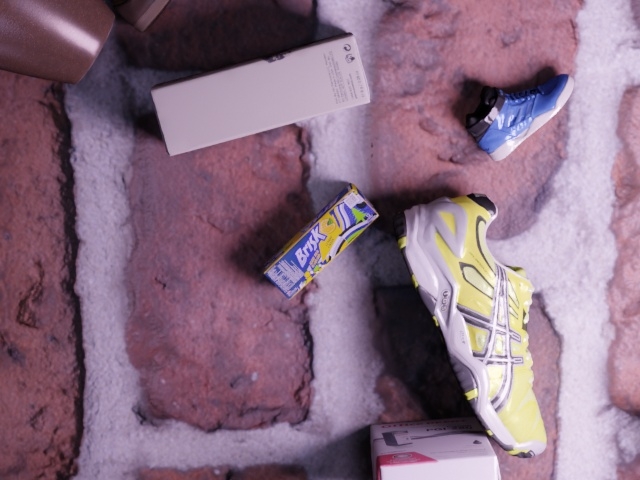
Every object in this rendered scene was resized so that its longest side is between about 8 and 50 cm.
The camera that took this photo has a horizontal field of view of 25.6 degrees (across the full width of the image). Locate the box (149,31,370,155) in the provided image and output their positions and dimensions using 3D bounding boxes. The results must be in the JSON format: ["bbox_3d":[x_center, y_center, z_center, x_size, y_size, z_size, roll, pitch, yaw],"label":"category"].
[{"bbox_3d":[-0.078,-0.194,1.847,0.275,0.113,0.094,-15,100,0],"label":"box"}]

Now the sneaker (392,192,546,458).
[{"bbox_3d":[0.232,0.117,1.894,0.147,0.145,0.385,-24,101,4],"label":"sneaker"}]

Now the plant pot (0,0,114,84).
[{"bbox_3d":[-0.387,-0.302,1.788,0.230,0.215,0.215,29,99,-21],"label":"plant pot"}]

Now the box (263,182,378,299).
[{"bbox_3d":[0.000,0.000,1.909,0.169,0.059,0.054,-43,100,6],"label":"box"}]

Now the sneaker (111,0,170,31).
[{"bbox_3d":[-0.201,-0.363,1.835,0.071,0.066,0.188,39,97,-7],"label":"sneaker"}]

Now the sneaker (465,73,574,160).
[{"bbox_3d":[0.261,-0.185,1.880,0.152,0.058,0.084,-42,107,13],"label":"sneaker"}]

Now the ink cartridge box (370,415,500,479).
[{"bbox_3d":[0.151,0.308,1.889,0.158,0.218,0.092,-5,95,0],"label":"ink cartridge box"}]
